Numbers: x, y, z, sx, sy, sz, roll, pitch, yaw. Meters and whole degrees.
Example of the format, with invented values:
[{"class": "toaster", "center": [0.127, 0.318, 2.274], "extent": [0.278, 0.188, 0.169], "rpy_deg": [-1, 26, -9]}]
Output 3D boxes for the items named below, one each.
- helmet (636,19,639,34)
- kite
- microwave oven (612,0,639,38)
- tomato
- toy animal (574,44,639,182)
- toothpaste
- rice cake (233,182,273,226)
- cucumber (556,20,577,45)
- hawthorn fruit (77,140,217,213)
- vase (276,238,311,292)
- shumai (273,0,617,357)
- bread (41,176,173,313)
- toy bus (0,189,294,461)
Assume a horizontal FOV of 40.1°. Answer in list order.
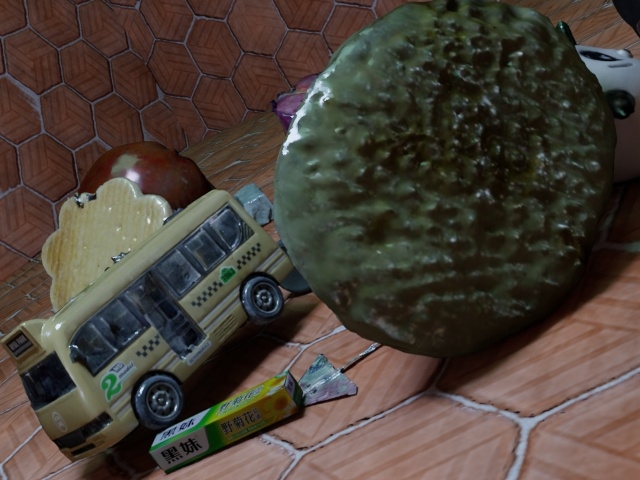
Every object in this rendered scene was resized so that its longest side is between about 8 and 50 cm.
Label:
[{"class": "helmet", "center": [0.549, -0.292, 1.249], "extent": [0.155, 0.106, 0.175], "rpy_deg": [-30, 19, 13]}, {"class": "kite", "center": [0.018, 0.148, 0.977], "extent": [0.157, 0.011, 0.139], "rpy_deg": [-34, 18, -11]}, {"class": "microwave oven", "center": [0.564, -0.421, 1.387], "extent": [0.188, 0.247, 0.178], "rpy_deg": [-22, 19, 29]}, {"class": "tomato", "center": [0.063, -0.265, 1.945], "extent": [0.290, 0.176, 0.335], "rpy_deg": [-1, 26, 20]}, {"class": "toy animal", "center": [0.319, -0.147, 1.071], "extent": [0.187, 0.165, 0.235], "rpy_deg": [10, -11, -28]}, {"class": "toothpaste", "center": [-0.103, 0.200, 0.960], "extent": [0.178, 0.037, 0.043], "rpy_deg": [-27, 18, 15]}, {"class": "rice cake", "center": [-0.142, -0.077, 1.886], "extent": [0.063, 0.069, 0.206], "rpy_deg": [-30, 14, -5]}, {"class": "cucumber", "center": [0.425, -0.307, 1.474], "extent": [0.032, 0.133, 0.032], "rpy_deg": [-26, 17, 9]}, {"class": "hawthorn fruit", "center": [-0.358, -0.041, 1.795], "extent": [0.308, 0.324, 0.308], "rpy_deg": [14, 6, -1]}, {"class": "vase", "center": [0.000, 0.000, 1.363], "extent": [0.086, 0.086, 0.214], "rpy_deg": [-20, 13, 31]}, {"class": "shumai", "center": [0.102, -0.054, 0.973], "extent": [0.397, 0.324, 0.323], "rpy_deg": [-56, 7, -19]}, {"class": "bread", "center": [-0.378, 0.035, 1.601], "extent": [0.316, 0.316, 0.054], "rpy_deg": [-24, -17, 20]}, {"class": "toy bus", "center": [-0.213, 0.102, 1.122], "extent": [0.177, 0.202, 0.365], "rpy_deg": [-30, 11, 47]}]
